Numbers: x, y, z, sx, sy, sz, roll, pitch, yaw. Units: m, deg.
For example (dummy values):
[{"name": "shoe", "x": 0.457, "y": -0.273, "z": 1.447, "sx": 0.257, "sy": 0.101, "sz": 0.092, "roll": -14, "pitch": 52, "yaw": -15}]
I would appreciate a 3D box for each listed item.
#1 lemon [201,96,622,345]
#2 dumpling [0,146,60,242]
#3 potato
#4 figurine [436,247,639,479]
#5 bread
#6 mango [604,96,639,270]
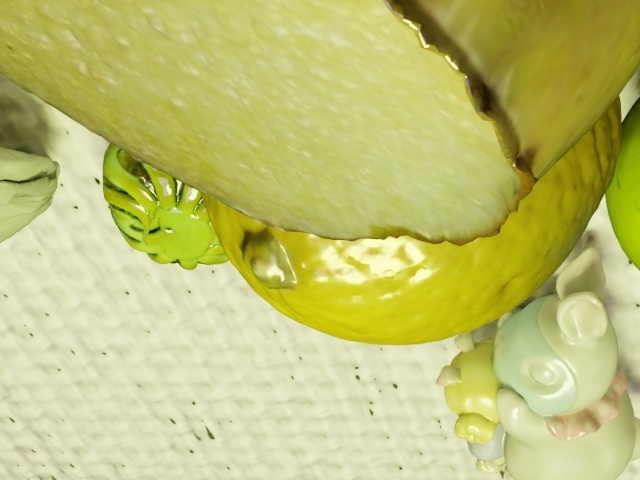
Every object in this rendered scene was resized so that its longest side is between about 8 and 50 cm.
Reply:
[{"name": "lemon", "x": 0.054, "y": -0.063, "z": 0.966, "sx": 0.267, "sy": 0.267, "sz": 0.267, "roll": 6, "pitch": 143, "yaw": 5}, {"name": "dumpling", "x": -0.383, "y": -0.019, "z": 1.216, "sx": 0.395, "sy": 0.233, "sz": 0.315, "roll": -16, "pitch": 170, "yaw": 10}, {"name": "potato", "x": -0.022, "y": -0.220, "z": 0.707, "sx": 0.442, "sy": 0.319, "sz": 0.385, "roll": 31, "pitch": 166, "yaw": 17}, {"name": "figurine", "x": 0.180, "y": 0.106, "z": 1.277, "sx": 0.155, "sy": 0.127, "sz": 0.235, "roll": 5, "pitch": 138, "yaw": 23}, {"name": "bread", "x": -0.107, "y": -0.030, "z": 1.201, "sx": 0.130, "sy": 0.071, "sz": 0.139, "roll": 11, "pitch": 143, "yaw": -9}, {"name": "mango", "x": 0.332, "y": -0.006, "z": 1.061, "sx": 0.343, "sy": 0.156, "sz": 0.192, "roll": 29, "pitch": 148, "yaw": -30}]
